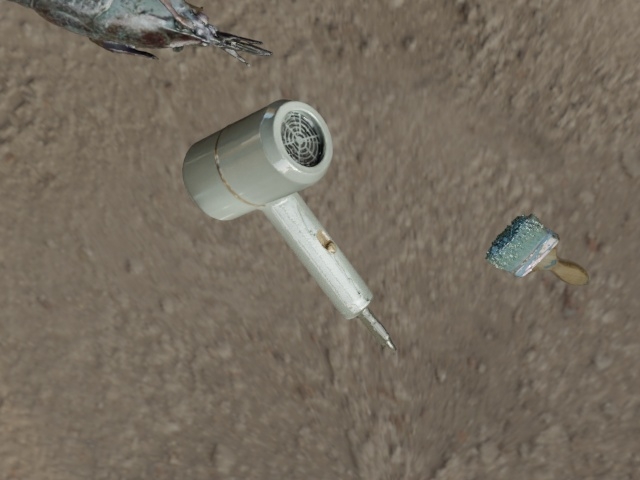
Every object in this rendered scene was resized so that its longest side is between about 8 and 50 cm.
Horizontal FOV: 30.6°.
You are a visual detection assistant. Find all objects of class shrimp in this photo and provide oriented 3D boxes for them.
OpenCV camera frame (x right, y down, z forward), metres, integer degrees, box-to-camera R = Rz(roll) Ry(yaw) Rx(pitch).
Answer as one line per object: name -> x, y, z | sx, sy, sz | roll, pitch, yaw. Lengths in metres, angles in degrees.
shrimp -> -0.228, -0.306, 1.351 | 0.372, 0.172, 0.137 | 11, 40, -8

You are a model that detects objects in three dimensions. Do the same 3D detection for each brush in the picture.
brush -> 0.247, 0.021, 1.273 | 0.070, 0.196, 0.021 | -48, 53, 15

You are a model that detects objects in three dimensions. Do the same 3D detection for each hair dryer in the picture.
hair dryer -> 0.000, 0.000, 1.421 | 0.357, 0.173, 0.107 | 52, 49, -17
